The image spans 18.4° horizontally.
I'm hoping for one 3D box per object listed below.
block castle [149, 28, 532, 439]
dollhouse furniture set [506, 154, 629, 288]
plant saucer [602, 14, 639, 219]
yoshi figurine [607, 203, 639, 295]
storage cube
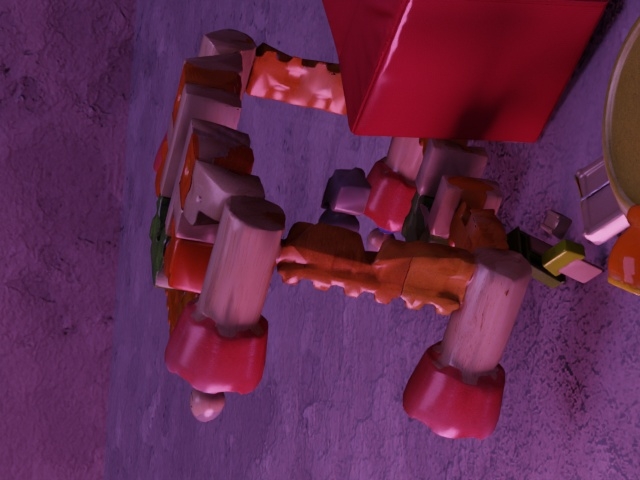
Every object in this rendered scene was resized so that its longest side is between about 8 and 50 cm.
[{"bbox_3d":[0.000,0.000,1.816,0.453,0.303,0.213,-102,26,-61],"label":"block castle"},{"bbox_3d":[0.232,-0.013,1.700,0.151,0.058,0.076,-37,41,38],"label":"dollhouse furniture set"},{"bbox_3d":[0.285,-0.105,1.536,0.241,0.037,0.241,-34,51,58],"label":"plant saucer"},{"bbox_3d":[0.324,-0.112,1.264,0.203,0.203,0.362,-146,75,-80],"label":"yoshi figurine"},{"bbox_3d":[0.120,-0.219,1.782,0.193,0.215,0.184,111,154,-49],"label":"storage cube"}]
